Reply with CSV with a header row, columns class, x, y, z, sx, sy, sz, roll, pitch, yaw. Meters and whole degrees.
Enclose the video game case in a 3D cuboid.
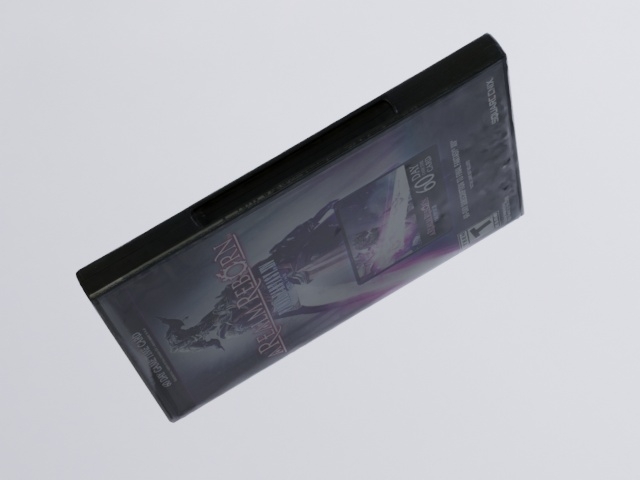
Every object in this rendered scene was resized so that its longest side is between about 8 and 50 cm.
class,x,y,z,sx,sy,sz,roll,pitch,yaw
video game case,0.000,0.000,1.023,0.274,0.196,0.026,-31,-118,-7
